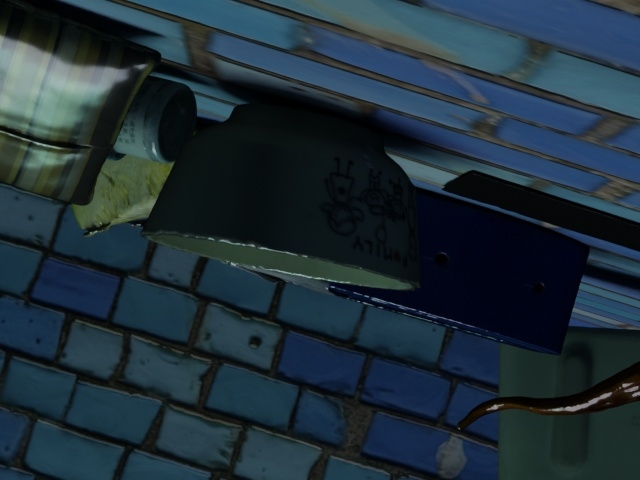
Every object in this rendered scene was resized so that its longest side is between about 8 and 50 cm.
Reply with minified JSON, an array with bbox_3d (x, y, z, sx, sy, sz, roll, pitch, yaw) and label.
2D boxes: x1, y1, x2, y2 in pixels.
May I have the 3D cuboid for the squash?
[{"bbox_3d":[-0.174,-0.071,1.541,0.169,0.093,0.252,-14,177,-1],"label":"squash"}]

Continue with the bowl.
[{"bbox_3d":[-0.019,-0.034,1.198,0.211,0.112,0.211,12,176,1],"label":"bowl"}]

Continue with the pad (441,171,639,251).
[{"bbox_3d":[0.223,-0.012,1.321,0.243,0.004,0.163,17,176,-3],"label":"pad"}]

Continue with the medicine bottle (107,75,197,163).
[{"bbox_3d":[-0.225,-0.118,1.236,0.258,0.079,0.124,15,177,20],"label":"medicine bottle"}]

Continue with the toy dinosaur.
[{"bbox_3d":[0.333,0.104,1.469,0.432,0.097,0.208,-4,162,6],"label":"toy dinosaur"}]

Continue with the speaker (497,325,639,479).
[{"bbox_3d":[0.383,0.195,1.663,0.406,0.184,0.183,2,170,20],"label":"speaker"}]

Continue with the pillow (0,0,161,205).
[{"bbox_3d":[-0.235,-0.106,1.118,0.212,0.052,0.208,19,146,-12],"label":"pillow"}]

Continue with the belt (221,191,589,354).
[{"bbox_3d":[0.075,0.016,1.559,0.347,0.117,0.212,16,178,18],"label":"belt"}]
